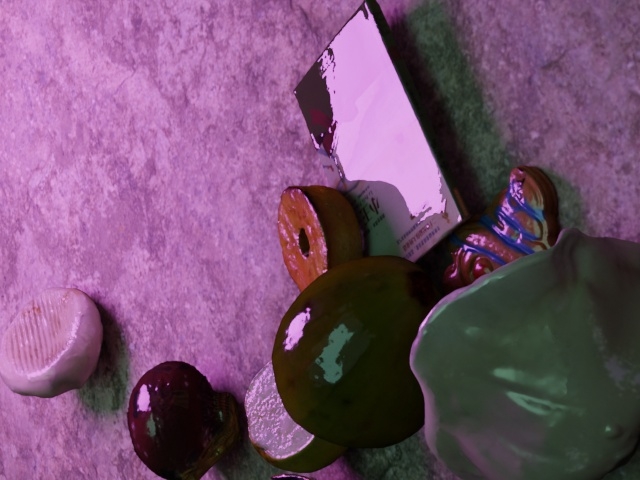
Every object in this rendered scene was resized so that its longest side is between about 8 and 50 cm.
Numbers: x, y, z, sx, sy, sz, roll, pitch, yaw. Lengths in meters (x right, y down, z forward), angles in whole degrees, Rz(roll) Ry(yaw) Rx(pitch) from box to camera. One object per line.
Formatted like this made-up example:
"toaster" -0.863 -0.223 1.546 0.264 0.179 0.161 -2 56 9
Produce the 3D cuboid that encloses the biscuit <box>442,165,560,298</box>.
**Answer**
"biscuit" 0.191 0.056 1.554 0.183 0.043 0.280 30 111 45

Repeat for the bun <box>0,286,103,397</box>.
"bun" -0.377 0.156 2.113 0.183 0.102 0.183 -21 47 25

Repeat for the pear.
"pear" -0.015 0.208 1.735 0.141 0.104 0.141 -10 70 28

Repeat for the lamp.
"lamp" -0.175 0.232 1.887 0.135 0.156 0.157 -15 120 10

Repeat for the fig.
"fig" 0.059 0.114 1.565 0.225 0.203 0.203 -46 61 49

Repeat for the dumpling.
"dumpling" 0.201 0.133 1.400 0.318 0.243 0.187 -54 33 21

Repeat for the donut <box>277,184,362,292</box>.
"donut" 0.000 0.000 1.705 0.152 0.058 0.151 168 90 -67

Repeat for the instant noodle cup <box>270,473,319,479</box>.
"instant noodle cup" -0.055 0.421 1.680 0.251 0.190 0.251 28 131 38

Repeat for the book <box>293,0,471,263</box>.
"book" 0.063 -0.105 1.658 0.201 0.026 0.289 -46 60 50
